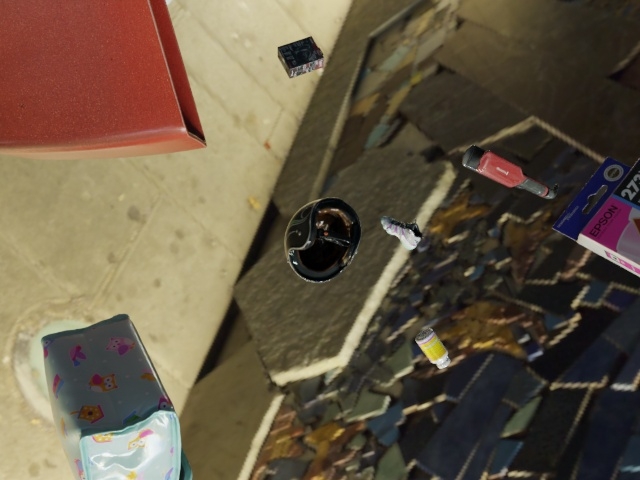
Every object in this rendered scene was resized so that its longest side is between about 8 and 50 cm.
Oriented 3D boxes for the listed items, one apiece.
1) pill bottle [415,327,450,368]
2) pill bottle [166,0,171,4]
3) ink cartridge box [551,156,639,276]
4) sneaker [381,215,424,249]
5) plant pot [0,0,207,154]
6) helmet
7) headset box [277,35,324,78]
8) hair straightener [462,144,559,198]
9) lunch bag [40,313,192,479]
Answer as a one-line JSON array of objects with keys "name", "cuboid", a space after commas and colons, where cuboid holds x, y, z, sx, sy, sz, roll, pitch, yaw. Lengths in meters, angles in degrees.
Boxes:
[{"name": "pill bottle", "cuboid": [0.239, 0.228, 1.881, 0.083, 0.043, 0.043, 54, 35, -14]}, {"name": "pill bottle", "cuboid": [-0.458, -0.473, 1.764, 0.301, 0.169, 0.169, -33, 94, -11]}, {"name": "ink cartridge box", "cuboid": [0.577, -0.021, 1.506, 0.371, 0.176, 0.069, 35, -6, 44]}, {"name": "sneaker", "cuboid": [0.184, -0.032, 1.952, 0.098, 0.069, 0.038, 39, 45, -3]}, {"name": "plant pot", "cuboid": [-0.305, -0.223, 1.153, 0.267, 0.235, 0.267, -122, -164, -87]}, {"name": "helmet", "cuboid": [0.000, 0.000, 1.928, 0.169, 0.161, 0.169, 12, 60, -22]}, {"name": "headset box", "cuboid": [-0.035, -0.363, 1.766, 0.083, 0.032, 0.062, -21, 66, -15]}, {"name": "hair straightener", "cuboid": [0.328, -0.118, 1.544, 0.230, 0.047, 0.089, 13, 13, -36]}, {"name": "lunch bag", "cuboid": [-0.289, 0.277, 1.277, 0.160, 0.262, 0.223, -16, 39, -21]}]
